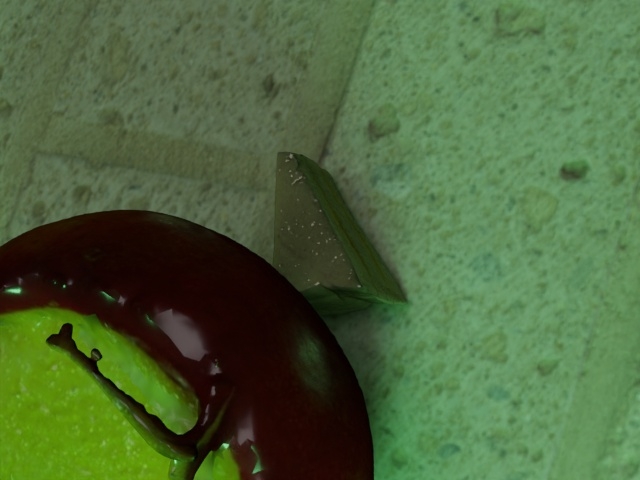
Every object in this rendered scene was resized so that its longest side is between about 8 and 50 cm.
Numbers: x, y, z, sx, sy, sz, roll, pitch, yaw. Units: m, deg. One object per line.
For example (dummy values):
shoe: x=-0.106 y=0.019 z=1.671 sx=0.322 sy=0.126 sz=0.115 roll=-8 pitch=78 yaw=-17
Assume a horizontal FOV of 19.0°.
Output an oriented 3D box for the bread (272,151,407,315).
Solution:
bread: x=0.017 y=-0.010 z=1.697 sx=0.105 sy=0.077 sz=0.152 roll=-11 pitch=69 yaw=33

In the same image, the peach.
peach: x=-0.131 y=0.151 z=1.574 sx=0.406 sy=0.310 sz=0.335 roll=29 pitch=117 yaw=29
